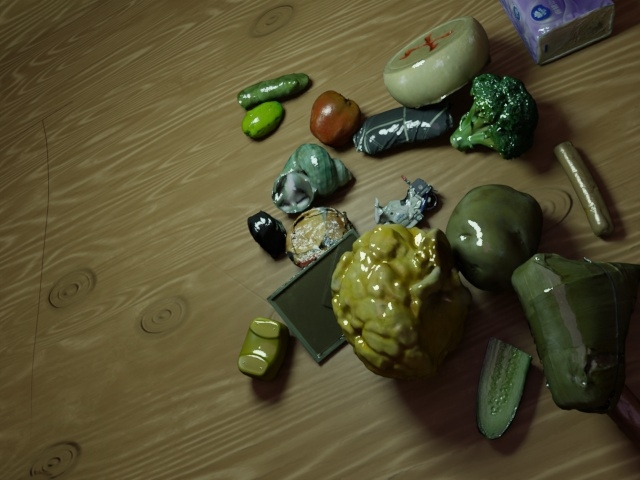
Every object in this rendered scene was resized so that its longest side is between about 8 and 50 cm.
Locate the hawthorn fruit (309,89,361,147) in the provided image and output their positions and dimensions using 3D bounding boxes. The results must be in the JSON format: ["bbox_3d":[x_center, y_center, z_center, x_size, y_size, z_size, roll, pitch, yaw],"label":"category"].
[{"bbox_3d":[0.048,-0.407,1.849,0.189,0.189,0.189,-9,64,19],"label":"hawthorn fruit"}]

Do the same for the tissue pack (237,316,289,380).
[{"bbox_3d":[-0.165,0.325,1.630,0.123,0.127,0.178,12,73,19],"label":"tissue pack"}]

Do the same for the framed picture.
[{"bbox_3d":[0.044,0.161,1.610,0.335,0.022,0.247,-40,87,1],"label":"framed picture"}]

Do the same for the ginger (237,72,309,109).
[{"bbox_3d":[-0.184,-0.565,2.046,0.289,0.137,0.089,-16,92,19],"label":"ginger"}]

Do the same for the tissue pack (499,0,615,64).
[{"bbox_3d":[0.732,-0.760,1.730,0.242,0.160,0.339,-22,61,11],"label":"tissue pack"}]

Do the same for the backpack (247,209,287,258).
[{"bbox_3d":[-0.167,-0.028,1.768,0.105,0.165,0.120,-37,62,-9],"label":"backpack"}]

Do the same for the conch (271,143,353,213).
[{"bbox_3d":[-0.030,-0.209,1.797,0.277,0.195,0.221,-7,84,-5],"label":"conch"}]

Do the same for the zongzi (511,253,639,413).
[{"bbox_3d":[0.662,0.210,1.267,0.392,0.174,0.356,2,67,-23],"label":"zongzi"}]

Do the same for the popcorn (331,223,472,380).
[{"bbox_3d":[0.203,0.156,1.424,0.353,0.344,0.390,22,84,24],"label":"popcorn"}]

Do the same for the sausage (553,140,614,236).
[{"bbox_3d":[0.730,-0.146,1.509,0.065,0.066,0.301,-20,63,13],"label":"sausage"}]

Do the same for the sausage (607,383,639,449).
[{"bbox_3d":[0.667,0.329,1.306,0.087,0.088,0.433,-35,58,5],"label":"sausage"}]

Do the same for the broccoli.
[{"bbox_3d":[0.510,-0.339,1.613,0.269,0.254,0.269,-42,24,24],"label":"broccoli"}]

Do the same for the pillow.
[{"bbox_3d":[0.266,-0.369,1.775,0.334,0.093,0.162,-8,51,25],"label":"pillow"}]

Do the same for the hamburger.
[{"bbox_3d":[0.000,0.000,1.720,0.230,0.107,0.231,-11,62,22],"label":"hamburger"}]

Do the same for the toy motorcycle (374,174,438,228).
[{"bbox_3d":[0.250,-0.105,1.673,0.221,0.102,0.150,-43,79,3],"label":"toy motorcycle"}]

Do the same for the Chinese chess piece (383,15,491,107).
[{"bbox_3d":[0.362,-0.559,1.717,0.338,0.141,0.338,-28,25,15],"label":"Chinese chess piece"}]

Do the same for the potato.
[{"bbox_3d":[0.457,-0.019,1.446,0.243,0.221,0.326,26,53,1],"label":"potato"}]

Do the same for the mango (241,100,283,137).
[{"bbox_3d":[-0.215,-0.452,2.018,0.178,0.100,0.119,-40,54,-11],"label":"mango"}]

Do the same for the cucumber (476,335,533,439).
[{"bbox_3d":[0.450,0.379,1.383,0.115,0.063,0.244,17,74,19],"label":"cucumber"}]
